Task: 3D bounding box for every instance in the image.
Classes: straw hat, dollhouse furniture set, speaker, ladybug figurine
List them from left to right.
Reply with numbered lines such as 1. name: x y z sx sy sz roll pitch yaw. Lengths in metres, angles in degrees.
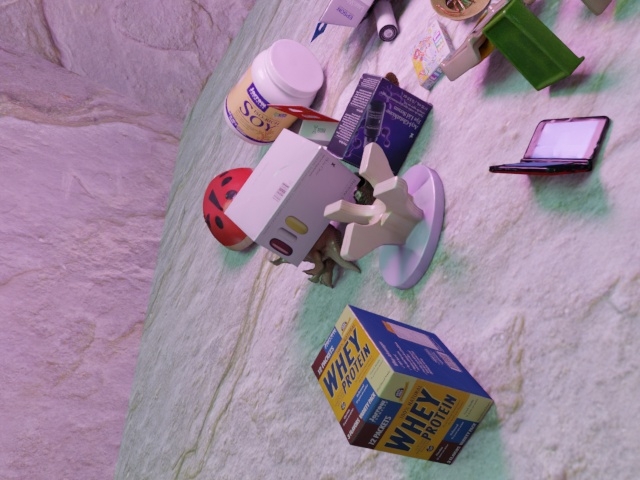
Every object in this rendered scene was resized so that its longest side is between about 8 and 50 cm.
1. ladybug figurine: -0.314 -0.127 2.073 0.305 0.162 0.449 -66 27 6
2. speaker: 0.184 -0.620 1.622 0.055 0.055 0.136 -45 35 39
3. straw hat: 0.313 -0.534 1.303 0.061 0.145 0.144 67 -150 -64
4. dollhouse furniture set: 0.380 -0.382 1.073 0.197 0.151 0.301 -50 7 -8

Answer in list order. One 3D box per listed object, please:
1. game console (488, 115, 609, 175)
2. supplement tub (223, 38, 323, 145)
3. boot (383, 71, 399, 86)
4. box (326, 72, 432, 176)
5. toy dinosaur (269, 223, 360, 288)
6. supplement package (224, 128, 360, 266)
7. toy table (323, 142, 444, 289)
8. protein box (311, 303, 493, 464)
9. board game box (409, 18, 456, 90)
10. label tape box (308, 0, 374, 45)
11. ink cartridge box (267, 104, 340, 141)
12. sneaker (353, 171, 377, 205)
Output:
1. game console: 0.361 -0.152 0.922 0.144 0.124 0.085 -163 67 -64
2. supplement tub: -0.163 -0.502 1.977 0.331 0.241 0.240 -35 42 49
3. boot: 0.149 -0.346 1.455 0.085 0.059 0.157 13 92 57
4. box: 0.134 -0.262 1.345 0.207 0.153 0.108 -65 27 10
5. toy dinosaur: 0.000 0.000 1.449 0.296 0.127 0.200 9 72 57
6. supplement package: -0.072 -0.106 1.390 0.261 0.145 0.204 -55 37 2
7. toy table: 0.137 -0.054 1.182 0.252 0.161 0.274 -33 42 49
8. protein box: 0.126 0.232 0.944 0.135 0.201 0.200 -62 27 14
9. board game box: 0.266 -0.443 1.370 0.103 0.026 0.154 -47 34 36
10. label tape box: 0.113 -0.714 1.674 0.347 0.115 0.249 -56 6 29
11. ink cartridge box: 0.001 -0.289 1.512 0.275 0.239 0.060 29 103 63
12. sneaker: 0.107 -0.086 1.357 0.066 0.071 0.188 -48 33 35
